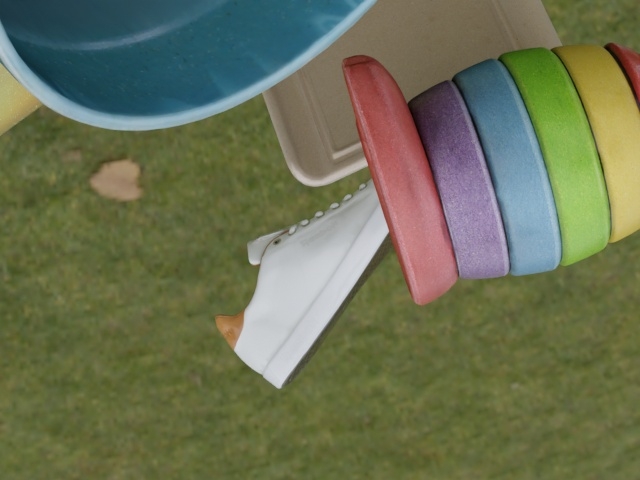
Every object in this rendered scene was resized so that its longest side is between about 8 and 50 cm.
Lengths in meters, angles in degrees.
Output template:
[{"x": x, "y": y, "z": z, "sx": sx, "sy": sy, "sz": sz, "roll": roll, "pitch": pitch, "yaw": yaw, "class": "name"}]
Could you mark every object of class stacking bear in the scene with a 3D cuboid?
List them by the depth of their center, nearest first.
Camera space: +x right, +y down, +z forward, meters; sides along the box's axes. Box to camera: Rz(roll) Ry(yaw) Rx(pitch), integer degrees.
[{"x": 0.180, "y": -0.072, "z": 0.949, "sx": 0.289, "sy": 0.164, "sz": 0.175, "roll": -17, "pitch": 163, "yaw": 1, "class": "stacking bear"}]

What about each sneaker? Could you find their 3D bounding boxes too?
[{"x": 0.000, "y": 0.000, "z": 1.388, "sx": 0.290, "sy": 0.123, "sz": 0.106, "roll": -53, "pitch": 169, "yaw": -2, "class": "sneaker"}]

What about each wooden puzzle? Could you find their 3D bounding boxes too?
[{"x": 0.061, "y": -0.174, "z": 1.144, "sx": 0.239, "sy": 0.220, "sz": 0.044, "roll": -22, "pitch": 152, "yaw": 5, "class": "wooden puzzle"}]

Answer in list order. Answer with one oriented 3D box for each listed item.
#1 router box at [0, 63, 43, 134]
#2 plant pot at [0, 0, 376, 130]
[{"x": -0.252, "y": -0.236, "z": 1.040, "sx": 0.243, "sy": 0.081, "sz": 0.308, "roll": -45, "pitch": 151, "yaw": -40, "class": "router box"}, {"x": -0.094, "y": -0.223, "z": 0.513, "sx": 0.272, "sy": 0.255, "sz": 0.271, "roll": -39, "pitch": 154, "yaw": -24, "class": "plant pot"}]
